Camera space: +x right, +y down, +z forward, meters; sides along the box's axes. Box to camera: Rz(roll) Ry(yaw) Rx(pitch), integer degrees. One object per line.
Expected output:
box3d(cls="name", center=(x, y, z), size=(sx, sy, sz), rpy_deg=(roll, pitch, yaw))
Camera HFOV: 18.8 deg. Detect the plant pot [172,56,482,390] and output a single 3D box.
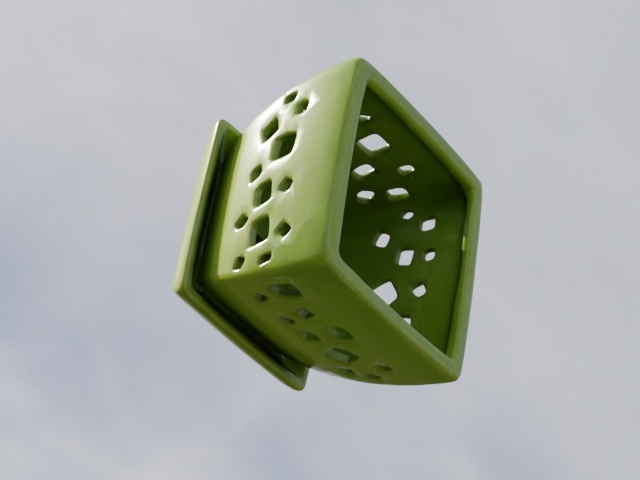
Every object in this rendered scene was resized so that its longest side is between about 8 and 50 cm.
box3d(cls="plant pot", center=(0.000, 0.000, 1.776), size=(0.207, 0.228, 0.227), rpy_deg=(-13, -39, 34))
